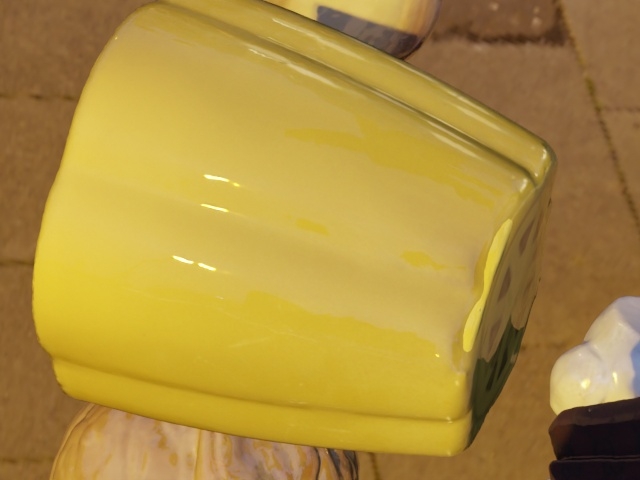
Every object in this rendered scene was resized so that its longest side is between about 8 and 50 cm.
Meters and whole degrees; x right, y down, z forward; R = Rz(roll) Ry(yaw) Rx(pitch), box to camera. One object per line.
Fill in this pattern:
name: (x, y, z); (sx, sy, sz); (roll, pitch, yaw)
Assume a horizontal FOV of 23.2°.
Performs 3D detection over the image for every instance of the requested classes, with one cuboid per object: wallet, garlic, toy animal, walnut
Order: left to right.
walnut: (-0.103, 0.247, 1.394); (0.277, 0.252, 0.313); (-4, 91, 16)
garlic: (-0.012, -0.152, 0.914); (0.115, 0.128, 0.206); (-26, 23, -17)
toy animal: (0.350, 0.249, 1.835); (0.241, 0.368, 0.196); (-3, 33, -23)
wallet: (0.246, 0.206, 1.179); (0.049, 0.229, 0.182); (-3, 81, -24)

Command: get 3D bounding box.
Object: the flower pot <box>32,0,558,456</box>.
flower pot: (0.000, 0.000, 0.673); (0.179, 0.195, 0.195); (16, 47, 15)
